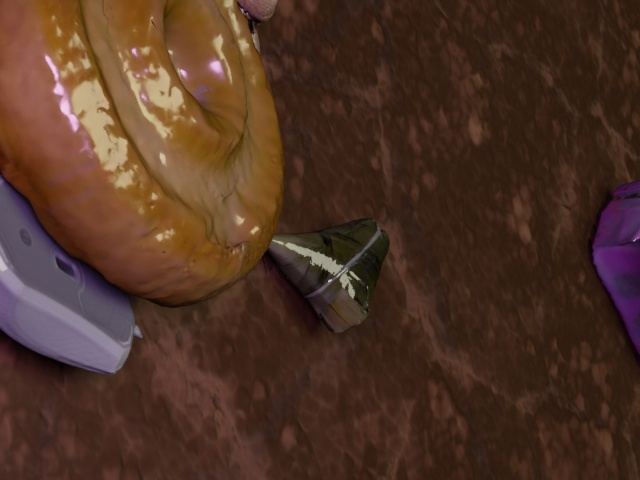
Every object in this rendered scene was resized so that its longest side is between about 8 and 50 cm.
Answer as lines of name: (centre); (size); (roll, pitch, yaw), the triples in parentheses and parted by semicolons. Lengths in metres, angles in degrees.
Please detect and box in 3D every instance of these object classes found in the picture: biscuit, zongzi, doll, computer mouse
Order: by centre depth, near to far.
computer mouse: (-0.173, 0.028, 1.188); (0.181, 0.056, 0.089); (41, 34, -49)
biscuit: (-0.116, -0.104, 1.246); (0.296, 0.102, 0.296); (44, 34, -41)
doll: (-0.067, -0.160, 1.436); (0.093, 0.051, 0.061); (-55, 131, -12)
zongzi: (0.000, 0.000, 1.467); (0.113, 0.052, 0.104); (44, 37, -21)

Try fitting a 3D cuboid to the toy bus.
toy bus: (0.366, 0.075, 1.935); (0.112, 0.090, 0.274); (-47, 117, -41)
